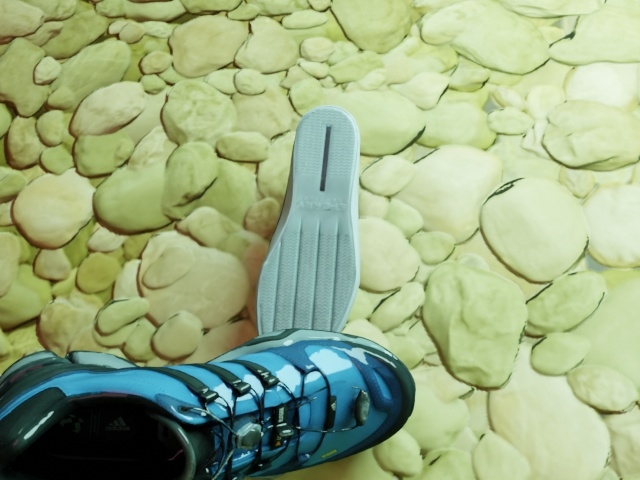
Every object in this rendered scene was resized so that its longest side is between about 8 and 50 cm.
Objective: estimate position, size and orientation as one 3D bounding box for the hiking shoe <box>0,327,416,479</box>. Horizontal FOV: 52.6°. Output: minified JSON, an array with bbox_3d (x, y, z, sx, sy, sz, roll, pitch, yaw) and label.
[{"bbox_3d":[-0.069,0.132,0.437,0.304,0.132,0.113,-4,99,-14],"label":"hiking shoe"}]

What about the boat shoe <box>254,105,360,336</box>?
[{"bbox_3d":[0.000,0.000,0.564,0.083,0.076,0.226,12,81,5],"label":"boat shoe"}]
